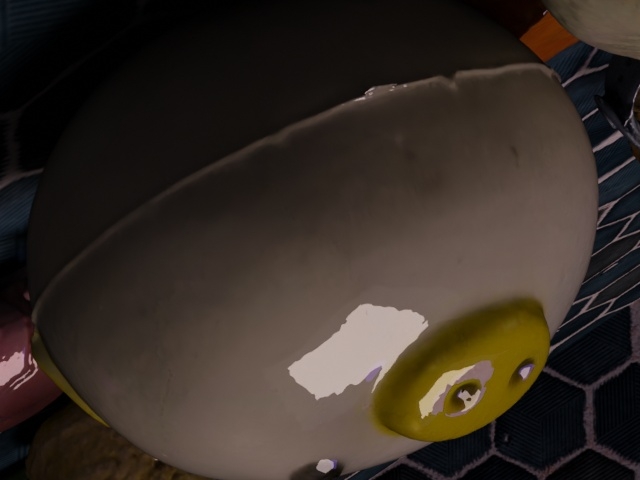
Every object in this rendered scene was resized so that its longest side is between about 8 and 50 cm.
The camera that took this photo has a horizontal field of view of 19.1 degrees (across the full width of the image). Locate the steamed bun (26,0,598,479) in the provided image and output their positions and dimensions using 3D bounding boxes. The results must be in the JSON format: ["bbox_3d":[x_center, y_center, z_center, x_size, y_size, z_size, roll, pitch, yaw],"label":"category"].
[{"bbox_3d":[-0.003,-0.006,1.205,0.374,0.334,0.334,-15,158,-35],"label":"steamed bun"}]

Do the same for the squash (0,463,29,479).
[{"bbox_3d":[-0.369,0.300,1.953,0.229,0.066,0.066,-30,166,-12],"label":"squash"}]

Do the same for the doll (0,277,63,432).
[{"bbox_3d":[-0.245,0.090,1.448,0.211,0.093,0.262,-15,159,-40],"label":"doll"}]

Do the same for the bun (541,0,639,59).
[{"bbox_3d":[0.292,-0.235,1.110,0.361,0.213,0.361,-23,137,-24],"label":"bun"}]

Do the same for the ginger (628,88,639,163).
[{"bbox_3d":[0.363,-0.147,1.958,0.115,0.081,0.205,-49,159,-11],"label":"ginger"}]

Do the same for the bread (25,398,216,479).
[{"bbox_3d":[-0.190,0.224,1.861,0.197,0.170,0.197,-19,156,-9],"label":"bread"}]

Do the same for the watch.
[{"bbox_3d":[0.369,-0.154,1.831,0.193,0.068,0.206,-40,137,7],"label":"watch"}]

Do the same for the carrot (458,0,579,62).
[{"bbox_3d":[0.195,-0.204,1.380,0.258,0.100,0.307,-39,166,35],"label":"carrot"}]
